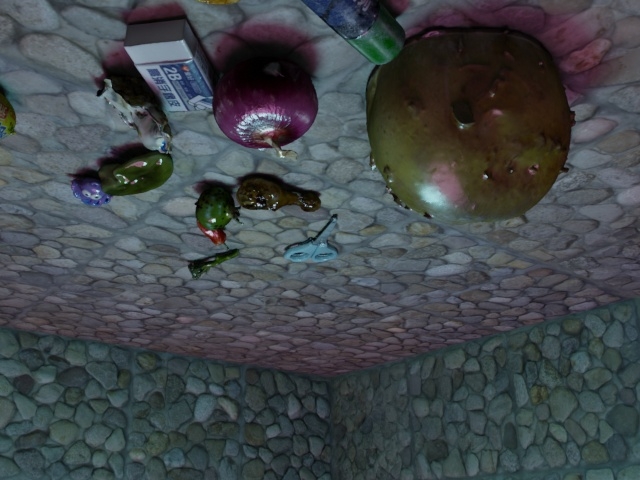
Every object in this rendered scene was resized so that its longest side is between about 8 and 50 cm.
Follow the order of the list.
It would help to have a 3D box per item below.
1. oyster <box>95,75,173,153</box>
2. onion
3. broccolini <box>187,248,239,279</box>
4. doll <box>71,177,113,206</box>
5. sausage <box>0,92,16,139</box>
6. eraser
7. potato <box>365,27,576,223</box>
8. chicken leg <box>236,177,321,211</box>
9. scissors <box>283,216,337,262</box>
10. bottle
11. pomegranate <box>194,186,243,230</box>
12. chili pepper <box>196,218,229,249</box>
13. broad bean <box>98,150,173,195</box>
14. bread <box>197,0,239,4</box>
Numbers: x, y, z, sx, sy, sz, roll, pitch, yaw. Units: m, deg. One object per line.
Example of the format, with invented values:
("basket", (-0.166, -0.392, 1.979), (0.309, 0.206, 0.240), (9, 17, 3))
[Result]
("oyster", (-0.370, -0.264, 1.403), (0.223, 0.083, 0.214), (34, 168, 34))
("onion", (-0.110, -0.284, 1.330), (0.207, 0.200, 0.200), (18, 158, 9))
("broccolini", (-0.364, 0.075, 2.302), (0.216, 0.067, 0.058), (-22, 153, 23))
("doll", (-0.622, -0.128, 1.798), (0.110, 0.067, 0.206), (18, 162, -19))
("sausage", (-0.742, -0.298, 1.317), (0.123, 0.123, 0.347), (-9, 155, 18))
("eraser", (-0.286, -0.341, 1.308), (0.125, 0.068, 0.210), (-2, 157, 10))
("potato", (0.319, -0.196, 1.375), (0.442, 0.319, 0.385), (3, 157, -17))
("chicken leg", (-0.112, -0.118, 1.831), (0.252, 0.087, 0.107), (6, 177, -32))
("scissors", (0.000, -0.001, 2.160), (0.191, 0.029, 0.360), (2, 155, -16))
("bottle", (0.026, -0.416, 1.117), (0.093, 0.093, 0.330), (-18, 152, 33))
("pomegranate", (-0.274, -0.084, 1.824), (0.162, 0.122, 0.122), (16, 163, 22))
("chili pepper", (-0.334, -0.030, 2.051), (0.059, 0.050, 0.191), (-7, 144, 20))
("broad bean", (-0.470, -0.169, 1.696), (0.207, 0.072, 0.153), (-13, 166, 21))
("bread", (-0.176, -0.437, 1.123), (0.111, 0.044, 0.083), (-3, 160, 10))
